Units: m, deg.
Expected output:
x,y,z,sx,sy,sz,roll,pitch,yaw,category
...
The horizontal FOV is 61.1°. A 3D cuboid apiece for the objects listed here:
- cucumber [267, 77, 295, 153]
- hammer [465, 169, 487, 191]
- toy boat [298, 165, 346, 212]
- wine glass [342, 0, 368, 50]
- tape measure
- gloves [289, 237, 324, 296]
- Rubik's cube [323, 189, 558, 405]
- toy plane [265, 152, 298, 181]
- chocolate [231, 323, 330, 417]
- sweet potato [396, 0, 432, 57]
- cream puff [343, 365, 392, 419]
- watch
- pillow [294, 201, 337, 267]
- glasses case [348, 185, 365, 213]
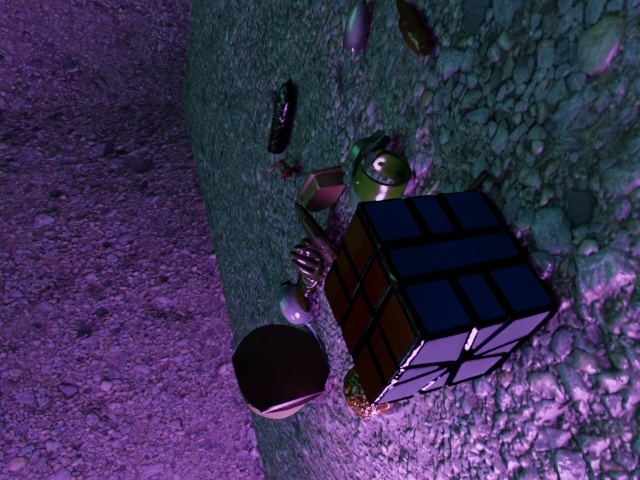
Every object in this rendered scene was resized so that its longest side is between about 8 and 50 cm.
x,y,z,sx,sy,sz,roll,pitch,yaw,category
-0.138,-0.437,1.924,0.300,0.072,0.072,106,148,-45,cucumber
0.284,-0.081,1.091,0.182,0.017,0.062,117,139,-52,hammer
0.000,-0.145,1.631,0.061,0.116,0.188,68,155,18,toy boat
0.099,-0.565,1.326,0.198,0.066,0.066,102,150,-44,wine glass
-0.066,0.295,1.892,0.084,0.164,0.330,-34,57,27,tape measure
-0.042,0.087,1.824,0.268,0.107,0.135,83,174,-52,gloves
0.199,0.104,1.007,0.293,0.288,0.283,115,140,-50,Rubik's cube
-0.137,-0.254,1.953,0.077,0.126,0.194,57,159,-11,toy plane
-0.149,0.507,1.982,0.297,0.314,0.326,94,153,-47,chocolate
0.191,-0.462,1.147,0.056,0.056,0.195,120,142,-56,sweet potato
0.124,0.416,1.508,0.165,0.115,0.150,-170,77,-66,cream puff
0.146,-0.167,1.270,0.152,0.165,0.131,42,139,22,watch
0.000,0.000,1.661,0.212,0.052,0.208,56,-178,-42,pillow
0.117,-0.082,1.458,0.063,0.041,0.164,109,147,-45,glasses case
